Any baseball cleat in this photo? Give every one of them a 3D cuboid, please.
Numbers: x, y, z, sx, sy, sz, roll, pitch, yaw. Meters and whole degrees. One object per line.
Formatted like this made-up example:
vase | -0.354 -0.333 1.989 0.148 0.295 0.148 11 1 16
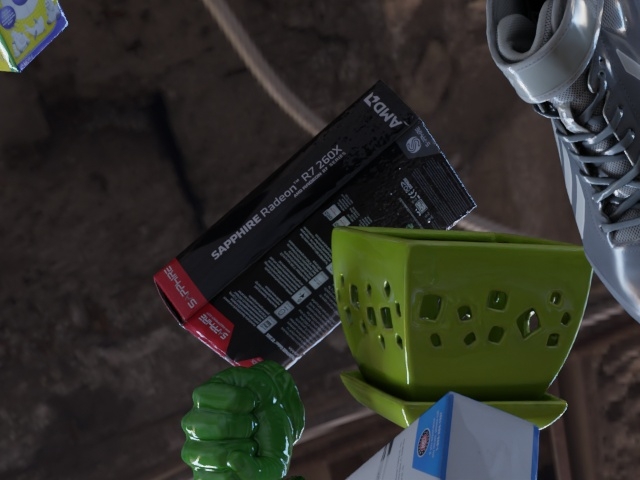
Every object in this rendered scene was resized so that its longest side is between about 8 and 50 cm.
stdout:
baseball cleat | 0.120 -0.050 0.616 0.072 0.206 0.109 -21 174 37

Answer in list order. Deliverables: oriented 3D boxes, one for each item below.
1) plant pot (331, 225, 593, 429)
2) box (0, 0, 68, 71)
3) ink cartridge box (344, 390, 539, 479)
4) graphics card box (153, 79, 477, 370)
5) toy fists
plant pot | 0.145 0.095 1.507 0.227 0.207 0.228 1 -175 -20
box | -0.366 -0.298 1.587 0.043 0.179 0.105 8 -133 32
ink cartridge box | 0.080 0.233 1.070 0.086 0.203 0.148 21 -127 -15
graphics card box | 0.000 0.000 1.691 0.371 0.233 0.094 -41 -126 2
toy fists | -0.070 0.279 1.555 0.142 0.279 0.096 -25 -163 -40
